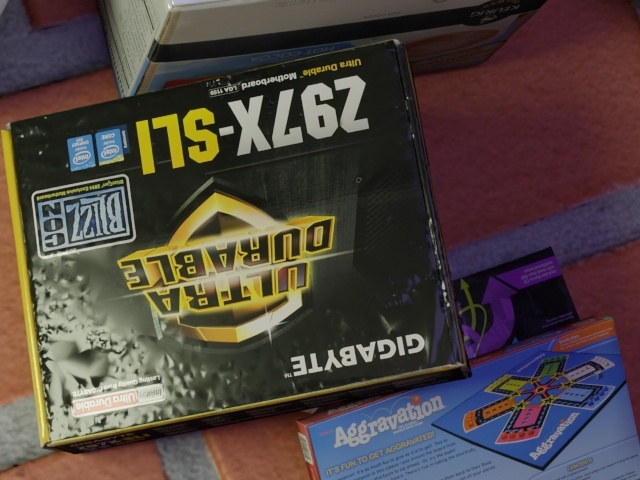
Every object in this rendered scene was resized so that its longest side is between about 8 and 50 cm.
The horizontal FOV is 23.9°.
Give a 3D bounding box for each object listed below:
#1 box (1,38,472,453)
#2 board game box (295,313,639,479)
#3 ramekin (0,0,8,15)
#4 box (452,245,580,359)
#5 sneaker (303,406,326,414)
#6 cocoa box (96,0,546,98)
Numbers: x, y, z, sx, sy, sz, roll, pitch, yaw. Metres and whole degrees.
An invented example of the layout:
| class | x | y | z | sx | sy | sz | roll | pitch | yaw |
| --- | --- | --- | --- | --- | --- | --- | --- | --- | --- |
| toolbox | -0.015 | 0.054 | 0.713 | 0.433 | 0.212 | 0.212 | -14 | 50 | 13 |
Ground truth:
| class | x | y | z | sx | sy | sz | roll | pitch | yaw |
| --- | --- | --- | --- | --- | --- | --- | --- | --- | --- |
| box | -0.066 | 0.007 | 1.155 | 0.322 | 0.079 | 0.257 | -11 | 75 | 7 |
| board game box | 0.127 | 0.169 | 1.223 | 0.281 | 0.027 | 0.145 | -17 | 101 | -19 |
| ramekin | -0.298 | -0.189 | 1.142 | 0.109 | 0.207 | 0.207 | 29 | 69 | -17 |
| box | 0.173 | 0.098 | 1.291 | 0.116 | 0.029 | 0.162 | -19 | 84 | -19 |
| sneaker | 0.000 | 0.000 | 1.232 | 0.108 | 0.100 | 0.271 | 20 | 71 | -5 |
| cocoa box | -0.005 | -0.262 | 1.227 | 0.347 | 0.228 | 0.231 | -11 | 77 | -19 |
